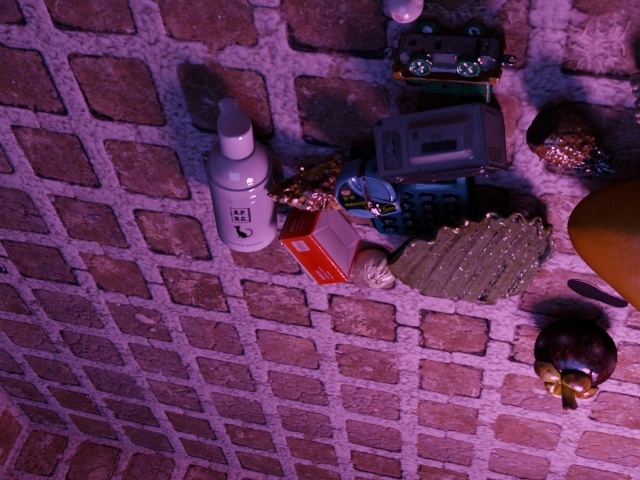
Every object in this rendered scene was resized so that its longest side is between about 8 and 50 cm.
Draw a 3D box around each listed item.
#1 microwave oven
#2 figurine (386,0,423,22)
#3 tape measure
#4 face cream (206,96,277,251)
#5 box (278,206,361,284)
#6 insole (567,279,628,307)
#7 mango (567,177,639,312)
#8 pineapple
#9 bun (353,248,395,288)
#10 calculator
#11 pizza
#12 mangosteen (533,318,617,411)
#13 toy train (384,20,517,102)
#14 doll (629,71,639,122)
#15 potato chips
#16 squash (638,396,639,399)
[{"bbox_3d":[0.221,-0.172,1.480,0.208,0.123,0.162,-5,180,29],"label":"microwave oven"},{"bbox_3d":[0.141,-0.421,1.278,0.178,0.109,0.130,-19,104,40],"label":"figurine"},{"bbox_3d":[0.094,-0.102,1.623,0.125,0.081,0.146,-7,133,25],"label":"tape measure"},{"bbox_3d":[-0.173,-0.138,1.727,0.145,0.145,0.370,11,145,10],"label":"face cream"},{"bbox_3d":[0.000,0.000,1.847,0.099,0.133,0.182,-7,139,35],"label":"box"},{"bbox_3d":[0.636,0.123,1.846,0.152,0.002,0.053,21,144,-3],"label":"insole"},{"bbox_3d":[0.685,0.034,1.523,0.445,0.232,0.300,29,149,0],"label":"mango"},{"bbox_3d":[0.465,-0.165,1.460,0.197,0.108,0.108,28,144,-28],"label":"pineapple"},{"bbox_3d":[0.131,0.074,1.944,0.115,0.069,0.115,13,144,10],"label":"bun"},{"bbox_3d":[0.201,-0.094,1.701,0.248,0.058,0.274,4,143,20],"label":"calculator"},{"bbox_3d":[-0.019,-0.106,1.712,0.193,0.069,0.154,-13,150,-16],"label":"pizza"},{"bbox_3d":[0.602,0.297,1.913,0.192,0.217,0.192,13,151,7],"label":"mangosteen"},{"bbox_3d":[0.224,-0.301,1.389,0.227,0.091,0.136,5,153,17],"label":"toy train"},{"bbox_3d":[0.628,-0.244,1.251,0.278,0.119,0.154,-19,87,41],"label":"doll"},{"bbox_3d":[0.321,0.049,1.770,0.358,0.070,0.429,1,155,-6],"label":"potato chips"},{"bbox_3d":[0.909,0.354,1.963,0.094,0.095,0.341,30,143,-17],"label":"squash"}]
